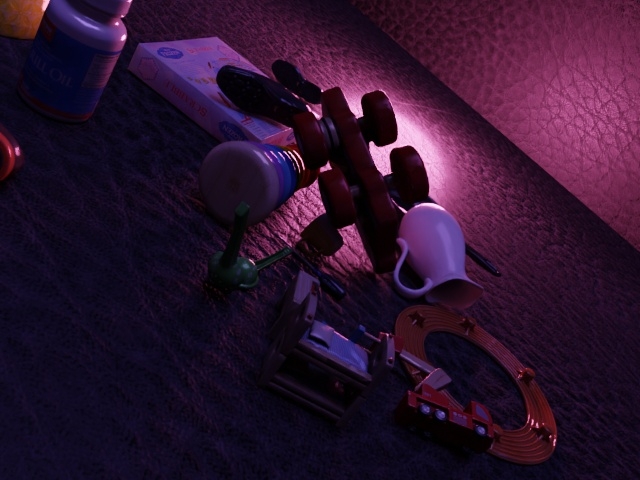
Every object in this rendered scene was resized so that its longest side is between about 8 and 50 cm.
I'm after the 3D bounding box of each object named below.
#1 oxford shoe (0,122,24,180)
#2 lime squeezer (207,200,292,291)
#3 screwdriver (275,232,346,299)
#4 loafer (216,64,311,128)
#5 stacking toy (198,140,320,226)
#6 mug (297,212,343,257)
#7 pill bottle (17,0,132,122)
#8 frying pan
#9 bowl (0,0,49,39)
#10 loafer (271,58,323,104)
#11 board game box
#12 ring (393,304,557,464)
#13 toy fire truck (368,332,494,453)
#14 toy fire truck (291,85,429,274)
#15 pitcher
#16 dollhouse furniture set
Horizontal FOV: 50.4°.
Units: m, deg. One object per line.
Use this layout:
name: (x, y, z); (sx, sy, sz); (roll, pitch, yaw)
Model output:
oxford shoe: (-0.501, -0.173, 0.866); (0.271, 0.097, 0.098); (44, 6, -10)
lime squeezer: (-0.112, 0.023, 0.987); (0.059, 0.110, 0.310); (23, -7, 13)
screwdriver: (-0.022, 0.043, 1.147); (0.170, 0.025, 0.024); (37, 26, 24)
loafer: (-0.117, -0.292, 1.372); (0.223, 0.076, 0.078); (21, 26, -36)
stacking toy: (-0.082, -0.124, 1.225); (0.141, 0.141, 0.330); (39, 23, 7)
mug: (0.002, -0.001, 1.209); (0.064, 0.078, 0.062); (49, -4, 8)
pill bottle: (-0.382, -0.307, 1.069); (0.124, 0.221, 0.124); (27, 28, -15)
frying pan: (0.271, -0.036, 1.565); (0.326, 0.053, 0.197); (36, 27, -3)
bowl: (-0.598, -0.512, 1.230); (0.289, 0.156, 0.289); (27, 27, -15)
loafer: (-0.061, -0.416, 1.810); (0.170, 0.062, 0.061); (43, 6, 9)
board game box: (-0.195, -0.316, 1.469); (0.318, 0.066, 0.319); (39, 27, 6)
ring: (0.271, 0.228, 1.156); (0.337, 0.032, 0.336); (26, 28, -15)
toy fire truck: (0.160, 0.223, 0.999); (0.192, 0.047, 0.135); (22, 35, -7)
toy fire truck: (0.066, -0.110, 1.228); (0.169, 0.254, 0.302); (-19, 64, -8)
pitcher: (0.205, 0.028, 1.328); (0.178, 0.125, 0.207); (4, 49, -22)
dollhouse furniture set: (0.013, 0.123, 0.921); (0.129, 0.129, 0.183); (30, 27, -11)
